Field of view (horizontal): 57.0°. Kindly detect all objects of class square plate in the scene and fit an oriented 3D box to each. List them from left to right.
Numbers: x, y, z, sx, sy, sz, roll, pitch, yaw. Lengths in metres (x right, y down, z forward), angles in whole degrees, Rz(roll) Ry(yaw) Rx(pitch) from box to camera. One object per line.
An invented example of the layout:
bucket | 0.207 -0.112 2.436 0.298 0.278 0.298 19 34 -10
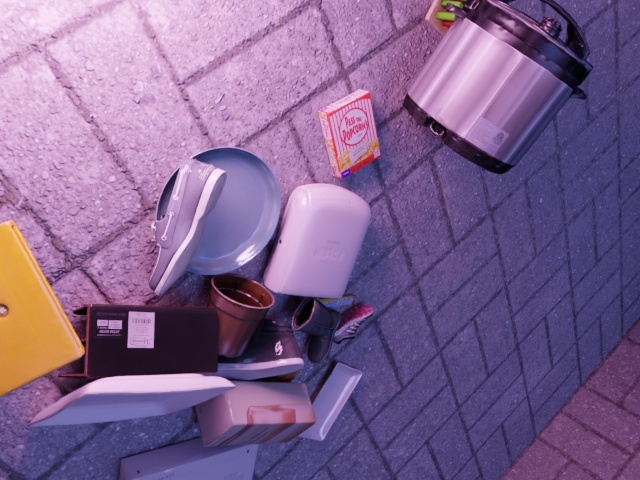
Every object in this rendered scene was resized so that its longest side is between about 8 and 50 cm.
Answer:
square plate | -0.427 0.358 1.333 0.344 0.347 0.049 9 62 -42

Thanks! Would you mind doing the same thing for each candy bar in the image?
candy bar | 0.045 0.186 1.789 0.161 0.018 0.040 -1 111 -38

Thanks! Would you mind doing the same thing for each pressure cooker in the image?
pressure cooker | 0.474 -0.430 1.543 0.370 0.375 0.420 3 128 -49

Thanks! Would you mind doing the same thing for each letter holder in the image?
letter holder | -0.421 0.237 1.358 0.302 0.214 0.152 8 73 -40

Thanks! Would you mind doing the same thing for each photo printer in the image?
photo printer | 0.000 0.000 1.600 0.256 0.107 0.307 10 104 -42

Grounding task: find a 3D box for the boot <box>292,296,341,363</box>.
boot | -0.021 0.262 1.693 0.189 0.076 0.208 -70 158 -4

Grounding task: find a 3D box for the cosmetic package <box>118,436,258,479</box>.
cosmetic package | -0.370 0.699 1.640 0.377 0.097 0.284 -2 114 -39

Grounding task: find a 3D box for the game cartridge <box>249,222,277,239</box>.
game cartridge | -0.151 -0.027 1.526 0.083 0.017 0.056 -7 118 -37

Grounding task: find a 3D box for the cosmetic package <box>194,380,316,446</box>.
cosmetic package | -0.177 0.480 1.637 0.296 0.129 0.153 14 135 -41

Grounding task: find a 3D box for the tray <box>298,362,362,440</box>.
tray | 0.024 0.525 1.927 0.145 0.030 0.270 32 89 -43

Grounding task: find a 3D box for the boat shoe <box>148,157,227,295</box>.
boat shoe | -0.314 -0.031 1.299 0.319 0.099 0.116 -62 177 13

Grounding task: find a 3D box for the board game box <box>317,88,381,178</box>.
board game box | 0.080 -0.283 1.572 0.147 0.045 0.193 -33 128 -23

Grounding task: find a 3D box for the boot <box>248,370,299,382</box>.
boot | -0.136 0.373 1.695 0.197 0.073 0.152 -37 134 -17

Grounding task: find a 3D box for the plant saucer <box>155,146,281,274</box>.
plant saucer | -0.242 -0.071 1.399 0.318 0.044 0.317 -16 119 -30

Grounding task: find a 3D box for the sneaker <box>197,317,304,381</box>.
sneaker | -0.200 0.293 1.594 0.296 0.146 0.104 -6 149 -7

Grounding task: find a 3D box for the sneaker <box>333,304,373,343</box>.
sneaker | 0.095 0.264 1.840 0.170 0.063 0.074 -31 127 -18

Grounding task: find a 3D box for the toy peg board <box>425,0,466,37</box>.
toy peg board | 0.397 -0.641 1.638 0.161 0.079 0.161 24 95 -43

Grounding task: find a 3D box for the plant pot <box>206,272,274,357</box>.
plant pot | -0.222 0.193 1.485 0.167 0.167 0.165 8 113 -42

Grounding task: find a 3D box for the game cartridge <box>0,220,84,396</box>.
game cartridge | -0.643 0.158 1.062 0.324 0.053 0.285 -25 100 -8
